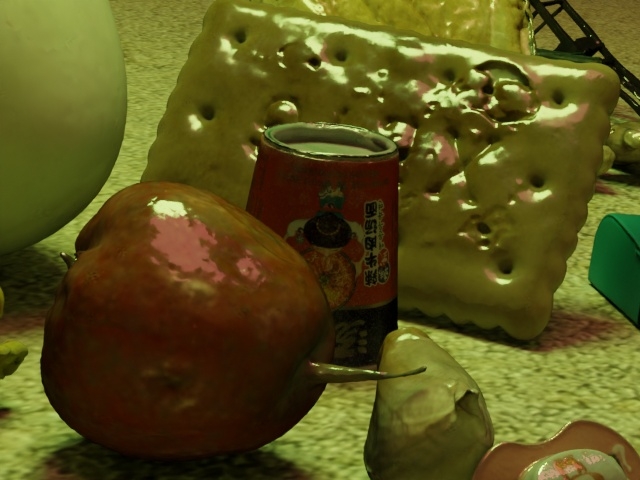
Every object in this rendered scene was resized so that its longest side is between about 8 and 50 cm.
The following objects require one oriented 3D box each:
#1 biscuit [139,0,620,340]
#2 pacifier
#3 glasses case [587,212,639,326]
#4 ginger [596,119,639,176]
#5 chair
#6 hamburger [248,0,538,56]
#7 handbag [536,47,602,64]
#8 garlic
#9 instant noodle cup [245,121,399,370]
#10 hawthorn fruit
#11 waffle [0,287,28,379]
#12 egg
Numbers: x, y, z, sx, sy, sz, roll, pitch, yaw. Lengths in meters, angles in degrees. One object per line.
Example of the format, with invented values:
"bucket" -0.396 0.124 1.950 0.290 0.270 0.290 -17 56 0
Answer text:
"biscuit" 0.035 -0.060 1.240 0.325 0.217 0.044 14 -20 19
"pacifier" 0.111 0.133 0.846 0.099 0.081 0.078 -12 -10 -26
"glasses case" 0.363 0.027 1.308 0.301 0.070 0.117 5 16 -14
"ginger" 0.327 -0.092 1.724 0.259 0.065 0.149 -3 16 -26
"chair" 0.293 -0.181 2.006 0.229 0.113 0.106 51 29 9
"hamburger" 0.060 -0.141 1.415 0.259 0.283 0.144 13 -25 -13
"handbag" 0.108 -0.153 1.673 0.247 0.079 0.260 8 -1 -20
"garlic" 0.052 0.098 0.886 0.066 0.084 0.152 -18 15 -2
"instant noodle cup" 0.000 0.001 1.102 0.127 0.135 0.127 6 17 -2
"hawthorn fruit" -0.060 0.060 0.901 0.189 0.149 0.149 42 26 13
"waffle" -0.253 0.032 0.918 0.160 0.055 0.211 41 25 13
"egg" -0.280 -0.125 1.157 0.345 0.283 0.283 29 22 18
